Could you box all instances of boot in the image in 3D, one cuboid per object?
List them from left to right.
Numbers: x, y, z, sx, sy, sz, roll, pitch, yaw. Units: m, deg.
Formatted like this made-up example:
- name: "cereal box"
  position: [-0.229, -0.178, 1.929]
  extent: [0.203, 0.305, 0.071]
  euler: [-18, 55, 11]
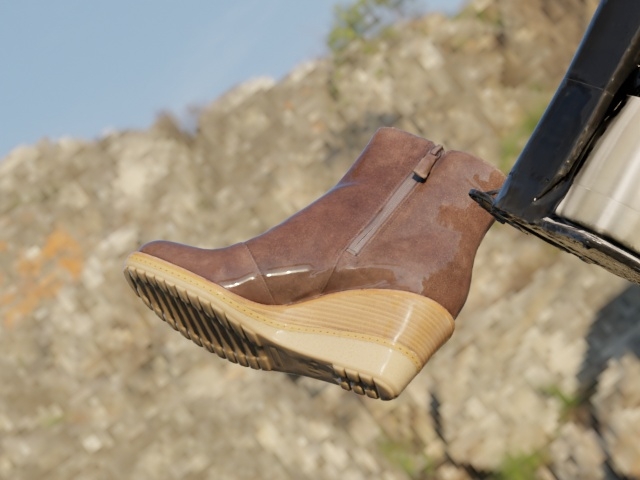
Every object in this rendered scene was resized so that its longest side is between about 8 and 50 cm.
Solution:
- name: "boot"
  position: [0.000, 0.000, 1.460]
  extent: [0.207, 0.248, 0.090]
  euler: [-61, -19, -28]

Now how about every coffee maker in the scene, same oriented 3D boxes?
- name: "coffee maker"
  position: [0.176, -0.075, 1.080]
  extent: [0.120, 0.171, 0.178]
  euler: [29, -91, -52]
